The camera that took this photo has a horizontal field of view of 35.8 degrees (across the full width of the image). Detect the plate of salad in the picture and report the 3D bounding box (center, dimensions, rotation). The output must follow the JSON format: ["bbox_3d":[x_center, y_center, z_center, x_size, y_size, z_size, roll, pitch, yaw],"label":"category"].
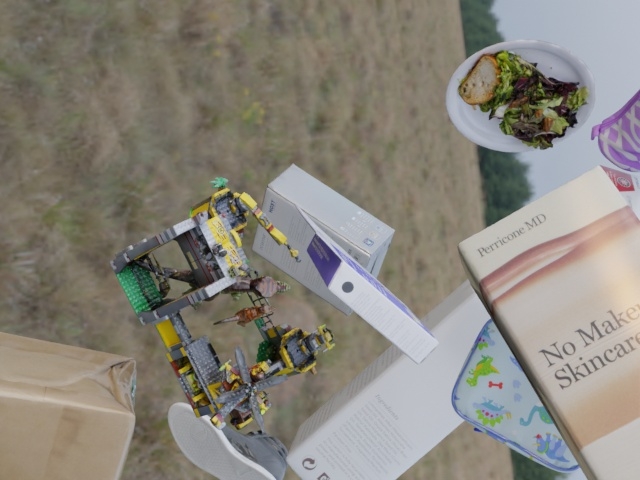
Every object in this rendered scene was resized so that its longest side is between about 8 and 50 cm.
[{"bbox_3d":[0.268,-0.183,1.329,0.200,0.199,0.048,73,18,-47],"label":"plate of salad"}]

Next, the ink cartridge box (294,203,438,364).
[{"bbox_3d":[0.041,0.051,1.255,0.208,0.045,0.206,43,3,-14],"label":"ink cartridge box"}]

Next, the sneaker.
[{"bbox_3d":[-0.194,0.442,2.155,0.105,0.295,0.147,-56,172,20],"label":"sneaker"}]

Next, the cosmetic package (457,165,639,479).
[{"bbox_3d":[0.256,0.106,0.843,0.296,0.153,0.129,61,4,26],"label":"cosmetic package"}]

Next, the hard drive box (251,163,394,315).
[{"bbox_3d":[0.000,0.000,1.821,0.089,0.232,0.181,-44,162,-39],"label":"hard drive box"}]

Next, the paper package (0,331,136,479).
[{"bbox_3d":[-0.436,0.311,1.390,0.168,0.309,0.325,-117,-138,-66],"label":"paper package"}]

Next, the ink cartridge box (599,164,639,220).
[{"bbox_3d":[0.410,-0.008,1.197,0.127,0.175,0.072,-79,-174,-54],"label":"ink cartridge box"}]

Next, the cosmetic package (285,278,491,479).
[{"bbox_3d":[0.162,0.284,1.819,0.161,0.453,0.230,47,7,0],"label":"cosmetic package"}]

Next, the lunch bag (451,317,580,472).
[{"bbox_3d":[0.308,0.219,1.421,0.090,0.219,0.176,3,111,-65],"label":"lunch bag"}]

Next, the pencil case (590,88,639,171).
[{"bbox_3d":[0.398,-0.159,1.138,0.206,0.088,0.086,117,-11,-58],"label":"pencil case"}]

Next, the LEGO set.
[{"bbox_3d":[-0.100,0.072,1.289,0.254,0.192,0.332,-18,86,-43],"label":"LEGO set"}]
